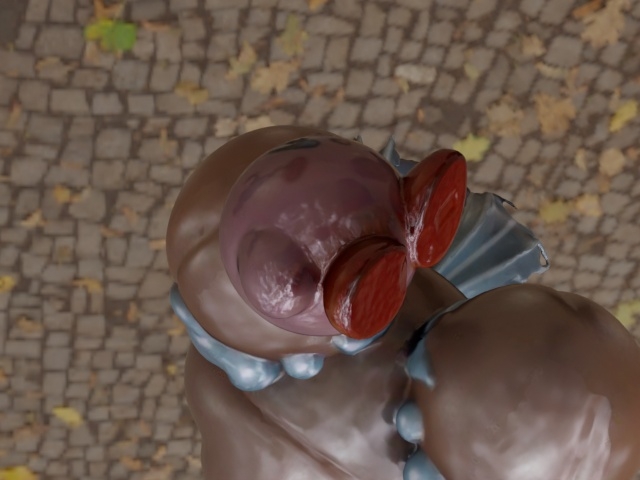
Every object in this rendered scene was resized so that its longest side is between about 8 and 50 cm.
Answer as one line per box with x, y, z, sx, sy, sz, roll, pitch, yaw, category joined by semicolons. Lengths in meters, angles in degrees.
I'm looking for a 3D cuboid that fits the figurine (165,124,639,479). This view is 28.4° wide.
0.045;0.056;0.802;0.276;0.388;0.248;31;109;2;figurine

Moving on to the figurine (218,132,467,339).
0.000;0.000;0.421;0.071;0.083;0.067;18;124;27;figurine
